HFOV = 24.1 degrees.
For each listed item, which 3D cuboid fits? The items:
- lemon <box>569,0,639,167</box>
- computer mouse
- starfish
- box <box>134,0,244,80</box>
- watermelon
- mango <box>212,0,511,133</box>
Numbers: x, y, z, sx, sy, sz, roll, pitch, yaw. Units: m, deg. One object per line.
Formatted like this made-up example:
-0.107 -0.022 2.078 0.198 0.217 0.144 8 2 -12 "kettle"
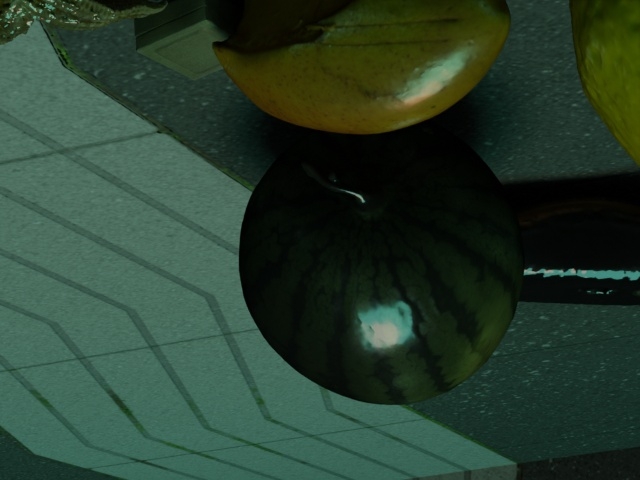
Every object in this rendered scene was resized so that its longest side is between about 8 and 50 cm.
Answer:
0.323 -0.164 1.027 0.336 0.336 0.336 -5 159 -2 "lemon"
0.304 0.009 1.746 0.323 0.116 0.183 2 160 0 "computer mouse"
-0.230 -0.211 1.146 0.277 0.062 0.236 11 149 -28 "starfish"
-0.105 -0.174 1.276 0.083 0.035 0.079 -17 156 31 "box"
0.059 0.016 1.471 0.279 0.278 0.359 -8 158 7 "watermelon"
0.041 -0.163 1.197 0.252 0.153 0.126 -4 171 37 "mango"
